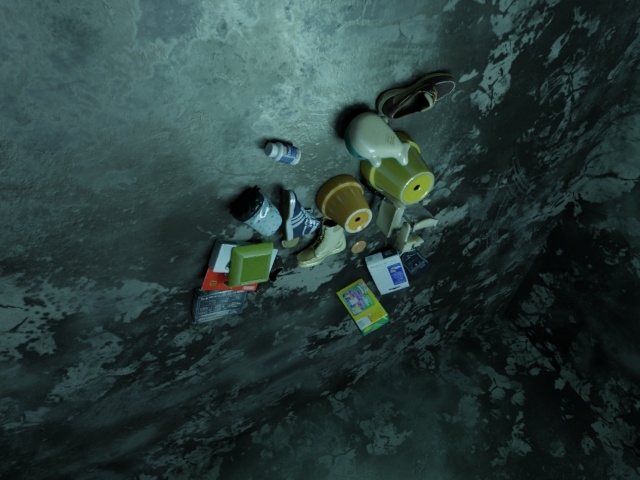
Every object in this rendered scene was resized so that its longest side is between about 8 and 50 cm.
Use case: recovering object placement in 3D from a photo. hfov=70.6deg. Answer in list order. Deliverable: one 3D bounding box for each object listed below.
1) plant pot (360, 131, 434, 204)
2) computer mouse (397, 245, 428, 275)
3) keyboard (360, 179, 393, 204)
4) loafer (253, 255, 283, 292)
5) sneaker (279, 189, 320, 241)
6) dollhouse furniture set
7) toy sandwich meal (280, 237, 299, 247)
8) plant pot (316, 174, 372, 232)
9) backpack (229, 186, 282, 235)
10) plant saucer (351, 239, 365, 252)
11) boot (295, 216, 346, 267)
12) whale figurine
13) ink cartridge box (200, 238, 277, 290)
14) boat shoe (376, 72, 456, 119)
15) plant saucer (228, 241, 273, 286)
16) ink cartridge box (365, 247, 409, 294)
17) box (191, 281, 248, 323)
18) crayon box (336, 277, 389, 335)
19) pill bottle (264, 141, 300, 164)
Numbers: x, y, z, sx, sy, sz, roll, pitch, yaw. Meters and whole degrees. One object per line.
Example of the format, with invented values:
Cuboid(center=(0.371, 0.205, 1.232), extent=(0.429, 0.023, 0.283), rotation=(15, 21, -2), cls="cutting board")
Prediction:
Cuboid(center=(0.332, -0.280, 1.863), extent=(0.254, 0.239, 0.253), rotation=(-21, 142, -18), cls="plant pot")
Cuboid(center=(0.522, 0.098, 2.565), extent=(0.189, 0.072, 0.272), rotation=(-37, 131, 7), cls="computer mouse")
Cuboid(center=(0.222, -0.200, 1.907), extent=(0.100, 0.192, 0.038), rotation=(32, 99, -39), cls="keyboard")
Cuboid(center=(-0.244, 0.165, 2.041), extent=(0.080, 0.078, 0.220), rotation=(16, 120, -46), cls="loafer")
Cuboid(center=(-0.080, -0.115, 1.843), extent=(0.153, 0.099, 0.282), rotation=(-15, 146, -17), cls="sneaker")
Cuboid(center=(0.448, -0.136, 2.054), extent=(0.356, 0.303, 0.173), rotation=(-14, 137, -26), cls="dollhouse furniture set")
Cuboid(center=(-0.133, -0.004, 1.986), extent=(0.086, 0.029, 0.085), rotation=(-21, 131, -26), cls="toy sandwich meal")
Cuboid(center=(0.114, -0.139, 1.892), extent=(0.205, 0.188, 0.205), rotation=(-21, 141, -18), cls="plant pot")
Cuboid(center=(-0.236, -0.099, 1.734), extent=(0.152, 0.115, 0.182), rotation=(-42, 145, 6), cls="backpack")
Cuboid(center=(0.193, 0.034, 2.284), extent=(0.084, 0.013, 0.083), rotation=(-21, 140, -19), cls="plant saucer")
Cuboid(center=(0.000, 0.000, 2.033), extent=(0.262, 0.095, 0.203), rotation=(-23, 142, -17), cls="boot")
Cuboid(center=(0.212, -0.368, 1.717), extent=(0.272, 0.216, 0.141), rotation=(17, 162, -26), cls="whale figurine")
Cuboid(center=(-0.338, 0.120, 1.895), extent=(0.275, 0.060, 0.238), rotation=(7, 111, -41), cls="ink cartridge box")
Cuboid(center=(0.387, -0.537, 1.719), extent=(0.342, 0.123, 0.123), rotation=(-21, 141, -18), cls="boat shoe")
Cuboid(center=(-0.278, 0.109, 1.862), extent=(0.189, 0.045, 0.188), rotation=(-8, 121, -36), cls="plant saucer")
Cuboid(center=(0.375, 0.178, 2.498), extent=(0.176, 0.069, 0.370), rotation=(-19, 142, 9), cls="ink cartridge box")
Cuboid(center=(-0.452, 0.272, 2.019), extent=(0.231, 0.056, 0.183), rotation=(-9, 136, -31), cls="box")
Cuboid(center=(0.225, 0.356, 2.439), extent=(0.166, 0.278, 0.081), rotation=(-29, 141, -7), cls="crayon box")
Cuboid(center=(-0.136, -0.313, 1.613), extent=(0.120, 0.067, 0.067), rotation=(6, 127, -41), cls="pill bottle")
